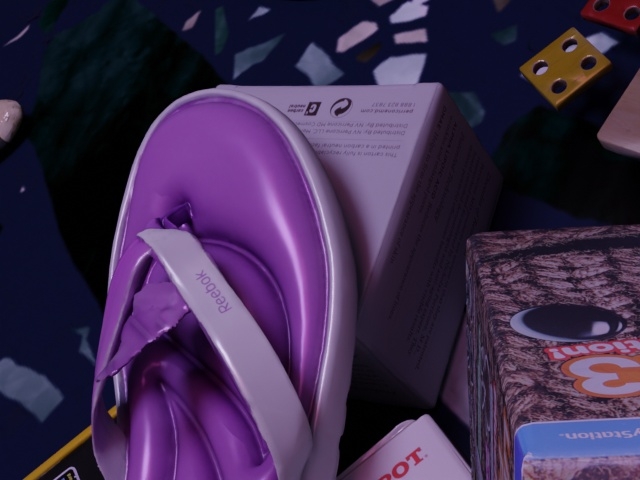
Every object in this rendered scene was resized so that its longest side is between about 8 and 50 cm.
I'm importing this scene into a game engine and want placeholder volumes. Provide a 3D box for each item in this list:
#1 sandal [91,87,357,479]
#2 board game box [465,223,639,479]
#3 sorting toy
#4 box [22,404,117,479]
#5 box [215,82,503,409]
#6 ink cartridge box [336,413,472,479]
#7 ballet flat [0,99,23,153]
[{"bbox_3d":[-0.070,0.092,0.719,0.169,0.102,0.416,-12,66,26],"label":"sandal"},{"bbox_3d":[0.184,0.092,0.539,0.232,0.141,0.291,-3,14,3],"label":"board game box"},{"bbox_3d":[0.259,-0.088,0.818,0.275,0.046,0.132,25,75,39],"label":"sorting toy"},{"bbox_3d":[-0.134,0.289,0.786,0.257,0.079,0.322,-37,48,2],"label":"box"},{"bbox_3d":[0.000,0.000,0.866,0.181,0.119,0.181,4,62,33],"label":"box"},{"bbox_3d":[0.065,0.219,0.705,0.148,0.086,0.203,-39,48,3],"label":"ink cartridge box"},{"bbox_3d":[-0.339,-0.079,1.166,0.173,0.049,0.057,-26,52,14],"label":"ballet flat"}]
